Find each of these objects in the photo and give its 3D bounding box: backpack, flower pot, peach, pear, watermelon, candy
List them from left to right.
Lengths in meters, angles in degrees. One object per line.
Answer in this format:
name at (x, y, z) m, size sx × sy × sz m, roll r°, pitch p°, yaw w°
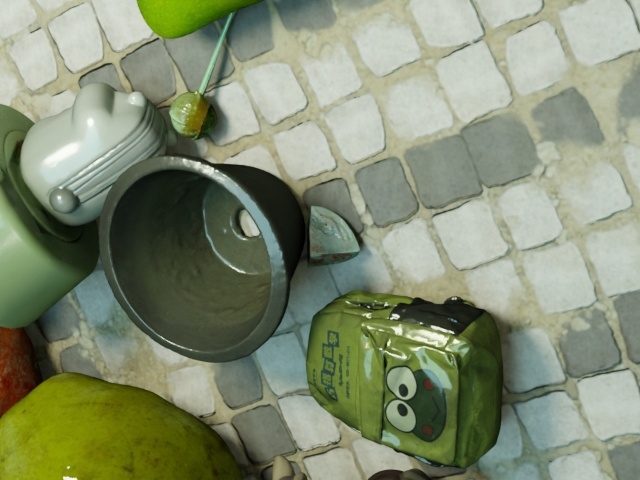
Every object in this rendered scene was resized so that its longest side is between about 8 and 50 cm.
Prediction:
peach at (-0.497, 0.196, 2.130) m, size 0.232 × 0.232 × 0.257 m, roll 39°, pitch 109°, yaw 11°
pear at (-0.274, 0.372, 1.990) m, size 0.413 × 0.352 × 0.352 m, roll 50°, pitch 124°, yaw 7°
candy at (-0.133, -0.218, 1.869) m, size 0.061 × 0.061 × 0.202 m, roll 31°, pitch 112°, yaw 16°
flower pot at (-0.126, 0.001, 1.874) m, size 0.269 × 0.166 × 0.269 m, roll 10°, pitch 114°, yaw 23°
watermelon at (0.000, 0.000, 1.861) m, size 0.085 × 0.061 × 0.085 m, roll 13°, pitch 122°, yaw 21°
backpack at (0.104, 0.157, 1.823) m, size 0.253 × 0.140 × 0.207 m, roll 13°, pitch 115°, yaw 32°

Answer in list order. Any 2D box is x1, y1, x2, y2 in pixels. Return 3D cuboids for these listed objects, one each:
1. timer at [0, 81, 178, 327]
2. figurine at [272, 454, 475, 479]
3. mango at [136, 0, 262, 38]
timer at (-0.333, -0.084, 1.926) m, size 0.315 × 0.291 × 0.291 m, roll -30°, pitch 93°, yaw 14°
figurine at (0.017, 0.373, 1.853) m, size 0.380 × 0.203 × 0.248 m, roll 15°, pitch 112°, yaw -17°
mango at (-0.103, -0.357, 1.730) m, size 0.192 × 0.156 × 0.343 m, roll 54°, pitch 129°, yaw 10°
